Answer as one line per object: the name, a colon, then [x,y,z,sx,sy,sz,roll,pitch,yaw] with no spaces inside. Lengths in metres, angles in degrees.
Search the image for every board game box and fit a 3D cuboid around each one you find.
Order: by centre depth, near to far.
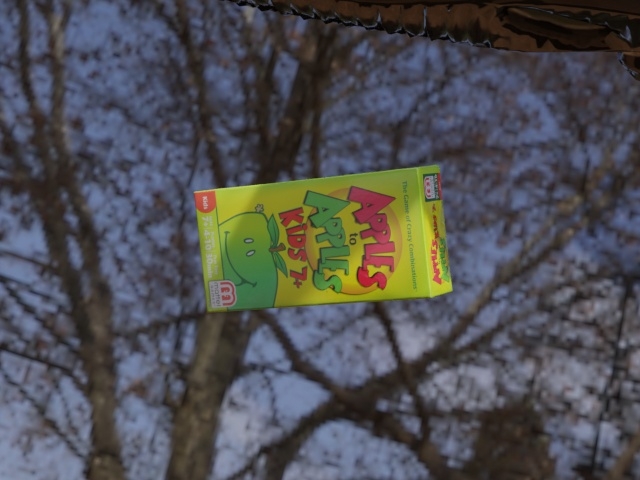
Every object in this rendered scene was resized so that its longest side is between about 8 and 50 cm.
board game box: [0.000,0.000,1.127,0.181,0.092,0.043,-5,2,27]

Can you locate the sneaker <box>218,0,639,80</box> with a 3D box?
sneaker: [0.144,-0.176,0.480,0.448,0.257,0.169,12,-4,-10]
